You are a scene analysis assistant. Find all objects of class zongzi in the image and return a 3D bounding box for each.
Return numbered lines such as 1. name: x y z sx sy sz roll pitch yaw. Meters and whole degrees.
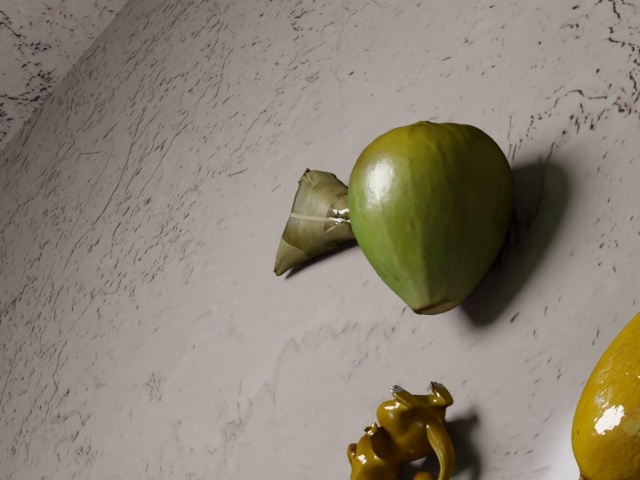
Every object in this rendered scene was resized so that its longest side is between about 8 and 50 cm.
1. zongzi: 0.000 0.000 1.986 0.176 0.078 0.160 -65 30 10

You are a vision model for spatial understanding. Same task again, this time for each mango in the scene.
1. mango: 0.349 0.128 1.331 0.317 0.119 0.176 -55 23 -2

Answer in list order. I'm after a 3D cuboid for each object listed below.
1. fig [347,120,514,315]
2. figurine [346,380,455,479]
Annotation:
1. fig: 0.134 -0.032 1.716 0.207 0.207 0.230 17 112 58
2. figurine: 0.096 0.256 1.626 0.176 0.121 0.122 -52 57 38
